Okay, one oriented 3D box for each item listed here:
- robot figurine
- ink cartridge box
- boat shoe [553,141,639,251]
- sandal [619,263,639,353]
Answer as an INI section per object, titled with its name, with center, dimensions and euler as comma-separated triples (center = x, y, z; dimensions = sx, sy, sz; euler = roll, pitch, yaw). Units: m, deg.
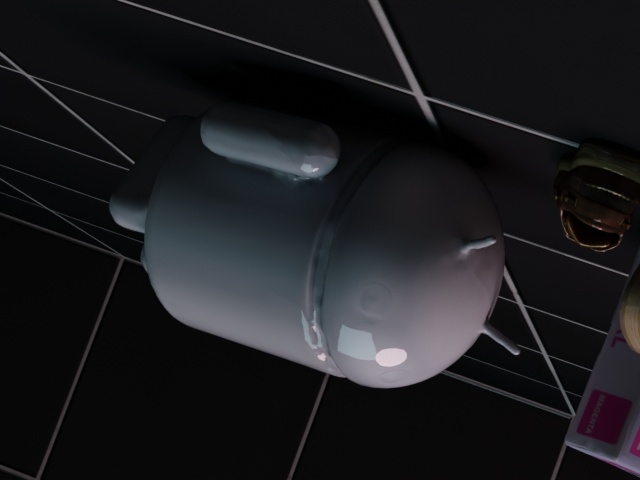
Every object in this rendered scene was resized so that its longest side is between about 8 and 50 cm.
[robot figurine]
center = 0.000, 0.000, 1.537
dimensions = 0.353, 0.200, 0.300
euler = 17, 154, 32
[ink cartridge box]
center = 0.335, 0.130, 1.630
dimensions = 0.065, 0.186, 0.311
euler = 18, 174, 38
[boat shoe]
center = 0.193, -0.024, 1.356
dimensions = 0.064, 0.060, 0.178
euler = 20, 174, 5
[sandal]
center = 0.286, 0.084, 1.360
dimensions = 0.079, 0.088, 0.240
euler = 24, 171, 32
